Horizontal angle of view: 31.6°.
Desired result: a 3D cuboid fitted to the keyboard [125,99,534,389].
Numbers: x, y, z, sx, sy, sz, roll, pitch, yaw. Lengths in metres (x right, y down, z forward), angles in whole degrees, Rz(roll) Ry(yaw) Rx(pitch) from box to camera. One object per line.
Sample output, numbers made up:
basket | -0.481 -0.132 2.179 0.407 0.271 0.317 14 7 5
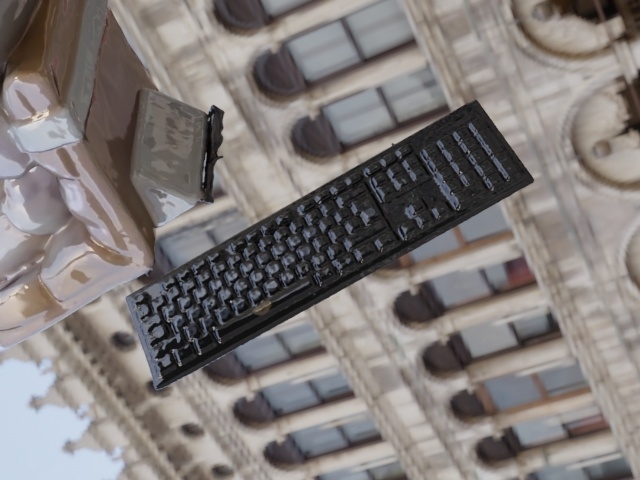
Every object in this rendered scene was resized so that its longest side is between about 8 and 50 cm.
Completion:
keyboard | 0.000 0.000 0.535 0.010 0.198 0.063 58 -176 -49

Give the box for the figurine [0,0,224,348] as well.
figurine | -0.147 -0.073 0.406 0.237 0.141 0.162 51 -151 -43
